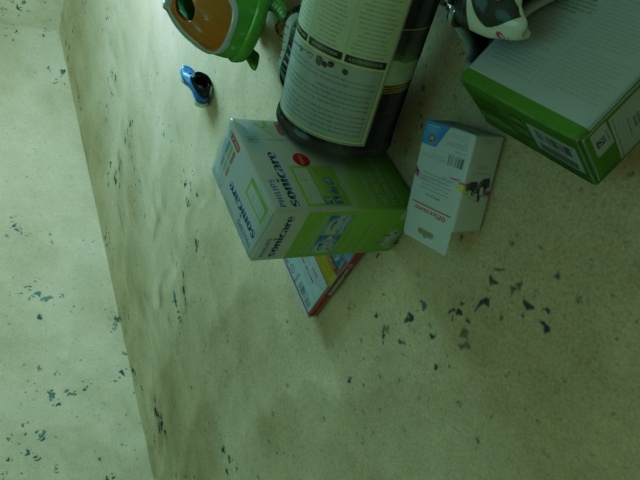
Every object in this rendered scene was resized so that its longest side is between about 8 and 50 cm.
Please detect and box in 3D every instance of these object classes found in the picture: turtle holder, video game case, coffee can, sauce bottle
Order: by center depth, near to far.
[{"bbox_3d":[0.055,-0.297,0.926,0.201,0.202,0.275,55,142,38],"label":"coffee can"},{"bbox_3d":[0.000,0.000,1.227,0.285,0.025,0.204,-57,48,43],"label":"video game case"},{"bbox_3d":[-0.049,-0.464,1.235,0.128,0.042,0.042,-16,80,56],"label":"sauce bottle"},{"bbox_3d":[-0.204,-0.550,1.277,0.243,0.228,0.320,-17,62,64],"label":"turtle holder"}]

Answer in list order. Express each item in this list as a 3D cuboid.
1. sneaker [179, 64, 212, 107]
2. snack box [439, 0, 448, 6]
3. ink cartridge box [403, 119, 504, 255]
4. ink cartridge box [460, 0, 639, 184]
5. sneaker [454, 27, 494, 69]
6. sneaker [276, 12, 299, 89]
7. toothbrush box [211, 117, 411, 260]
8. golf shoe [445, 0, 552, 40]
[{"bbox_3d":[-0.350,-0.457,1.675,0.152,0.058,0.084,64,147,22],"label":"sneaker"},{"bbox_3d":[0.209,-0.437,0.863,0.064,0.022,0.178,58,138,36],"label":"snack box"},{"bbox_3d":[0.194,-0.080,0.889,0.104,0.062,0.181,36,122,50],"label":"ink cartridge box"},{"bbox_3d":[0.320,-0.219,0.670,0.255,0.097,0.189,-47,46,5],"label":"ink cartridge box"},{"bbox_3d":[0.222,-0.321,0.771,0.090,0.115,0.232,-9,86,57],"label":"sneaker"},{"bbox_3d":[-0.041,-0.369,1.213,0.075,0.063,0.170,37,132,34],"label":"sneaker"},{"bbox_3d":[-0.009,-0.088,0.997,0.122,0.283,0.206,-59,46,42],"label":"toothbrush box"},{"bbox_3d":[0.262,-0.337,0.669,0.273,0.105,0.120,-50,58,5],"label":"golf shoe"}]
